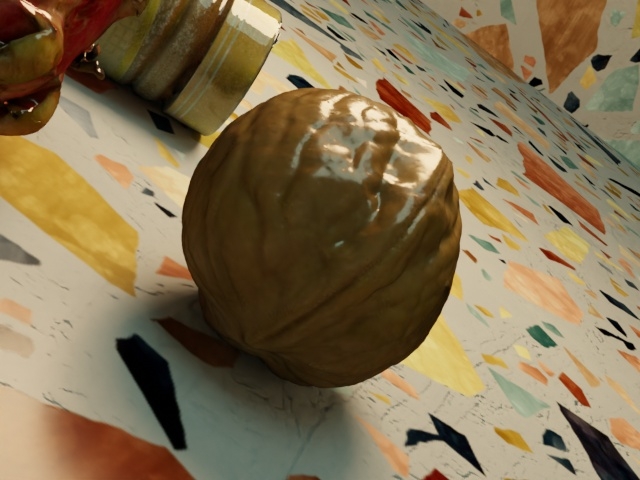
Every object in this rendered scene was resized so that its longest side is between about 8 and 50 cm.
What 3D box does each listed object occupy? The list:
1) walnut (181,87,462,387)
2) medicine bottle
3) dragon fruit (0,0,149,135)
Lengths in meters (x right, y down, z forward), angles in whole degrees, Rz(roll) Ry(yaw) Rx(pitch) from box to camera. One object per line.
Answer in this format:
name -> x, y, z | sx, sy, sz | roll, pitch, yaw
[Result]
walnut -> 0.000, 0.000, 0.800 | 0.228, 0.228, 0.228 | 33, 20, -14
medicine bottle -> -0.210, -0.249, 1.051 | 0.322, 0.151, 0.151 | 31, 21, -18
dragon fruit -> -0.246, -0.208, 0.766 | 0.269, 0.250, 0.291 | 13, 61, -23
